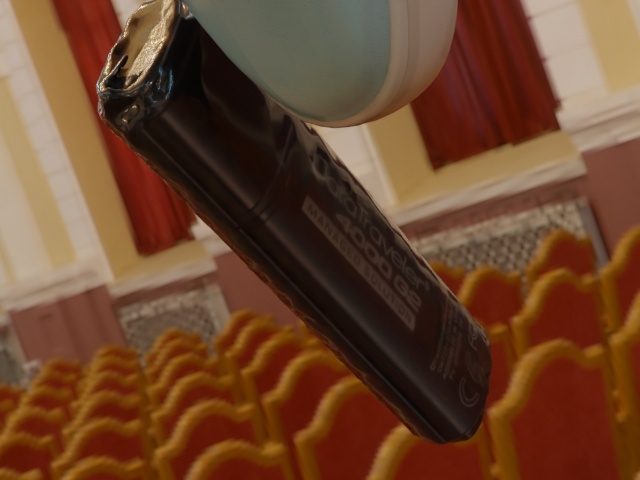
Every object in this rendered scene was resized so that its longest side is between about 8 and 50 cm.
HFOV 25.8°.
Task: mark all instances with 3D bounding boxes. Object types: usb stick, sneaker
[{"bbox_3d":[0.000,0.000,0.639,0.045,0.278,0.077,-13,47,33],"label":"usb stick"},{"bbox_3d":[-0.089,-0.176,0.451,0.135,0.366,0.150,-11,26,50],"label":"sneaker"}]
